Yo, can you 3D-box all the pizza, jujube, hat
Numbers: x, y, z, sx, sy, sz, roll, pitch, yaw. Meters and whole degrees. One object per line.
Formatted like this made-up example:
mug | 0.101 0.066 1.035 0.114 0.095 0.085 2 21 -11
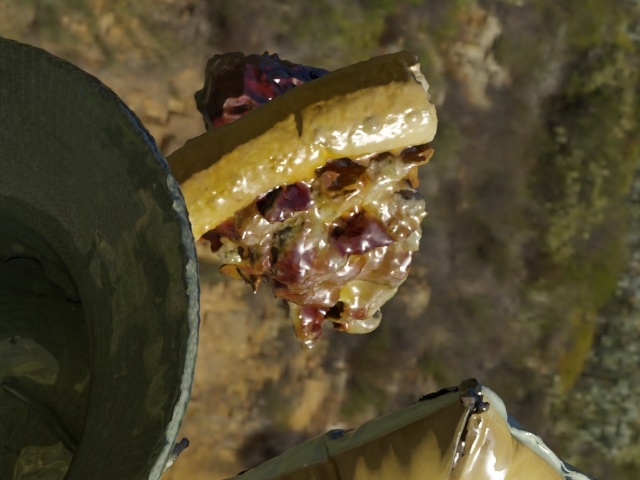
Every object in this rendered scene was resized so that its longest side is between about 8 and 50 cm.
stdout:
pizza | 0.002 0.000 0.746 0.069 0.154 0.194 64 2 35
jujube | -0.011 -0.069 1.040 0.104 0.166 0.104 -14 -109 45
hat | -0.135 0.065 0.546 0.130 0.257 0.257 46 47 -60

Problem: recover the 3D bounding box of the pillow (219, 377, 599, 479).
pillow | 0.086 0.222 1.151 0.312 0.310 0.119 -24 -133 35
